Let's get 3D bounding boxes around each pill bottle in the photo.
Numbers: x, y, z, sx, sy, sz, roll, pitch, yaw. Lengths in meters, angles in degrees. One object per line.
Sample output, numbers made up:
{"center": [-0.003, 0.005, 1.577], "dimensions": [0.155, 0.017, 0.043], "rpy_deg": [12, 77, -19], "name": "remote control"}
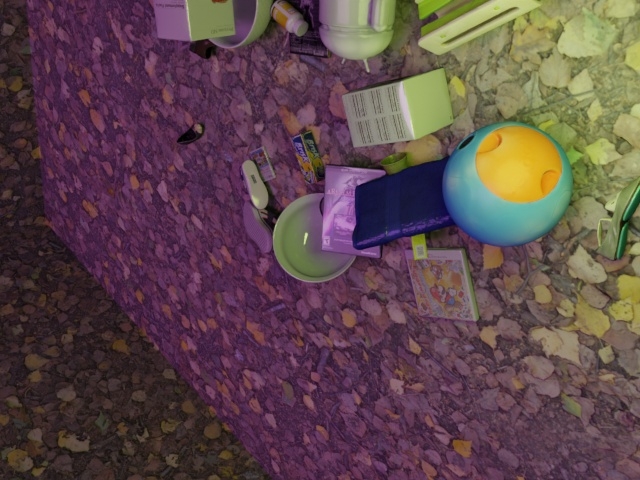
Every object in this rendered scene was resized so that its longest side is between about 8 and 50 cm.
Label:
{"center": [-0.091, -0.665, 1.735], "dimensions": [0.116, 0.065, 0.065], "rpy_deg": [47, 137, 20], "name": "pill bottle"}

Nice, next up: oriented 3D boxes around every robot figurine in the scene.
{"center": [0.095, -0.624, 1.489], "dimensions": [0.300, 0.199, 0.354], "rpy_deg": [-127, 33, -56], "name": "robot figurine"}

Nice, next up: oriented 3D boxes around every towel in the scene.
{"center": [0.234, -0.095, 1.583], "dimensions": [0.308, 0.228, 0.076], "rpy_deg": [-16, 141, 29], "name": "towel"}

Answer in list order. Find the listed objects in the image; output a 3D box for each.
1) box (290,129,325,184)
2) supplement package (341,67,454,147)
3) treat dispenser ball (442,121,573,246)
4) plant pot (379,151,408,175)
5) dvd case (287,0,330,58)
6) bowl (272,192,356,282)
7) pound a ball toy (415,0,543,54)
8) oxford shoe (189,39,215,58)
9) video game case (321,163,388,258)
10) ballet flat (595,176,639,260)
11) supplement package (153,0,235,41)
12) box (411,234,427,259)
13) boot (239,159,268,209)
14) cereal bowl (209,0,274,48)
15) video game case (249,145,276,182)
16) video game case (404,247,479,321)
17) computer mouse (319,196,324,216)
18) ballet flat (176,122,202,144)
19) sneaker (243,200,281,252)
{"center": [-0.039, -0.276, 1.926], "dimensions": [0.059, 0.054, 0.169], "rpy_deg": [-8, 105, 48], "name": "box"}
{"center": [0.205, -0.348, 1.527], "dimensions": [0.203, 0.194, 0.149], "rpy_deg": [1, 112, 45], "name": "supplement package"}
{"center": [0.429, -0.129, 1.343], "dimensions": [0.288, 0.288, 0.288], "rpy_deg": [23, 126, 36], "name": "treat dispenser ball"}
{"center": [0.224, -0.203, 1.683], "dimensions": [0.083, 0.083, 0.079], "rpy_deg": [2, 123, 45], "name": "plant pot"}
{"center": [-0.036, -0.670, 1.739], "dimensions": [0.164, 0.018, 0.221], "rpy_deg": [22, 126, 39], "name": "dvd case"}
{"center": [0.000, 0.000, 1.929], "dimensions": [0.297, 0.134, 0.298], "rpy_deg": [-2, 80, 12], "name": "bowl"}
{"center": [0.372, -0.580, 1.307], "dimensions": [0.319, 0.135, 0.208], "rpy_deg": [-14, 75, 49], "name": "pound a ball toy"}
{"center": [-0.380, -0.737, 2.027], "dimensions": [0.096, 0.083, 0.227], "rpy_deg": [36, 136, 2], "name": "oxford shoe"}
{"center": [0.102, -0.090, 1.778], "dimensions": [0.195, 0.026, 0.275], "rpy_deg": [8, 106, 19], "name": "video game case"}
{"center": [0.668, -0.053, 1.305], "dimensions": [0.068, 0.072, 0.213], "rpy_deg": [29, 130, 38], "name": "ballet flat"}
{"center": [-0.382, -0.755, 1.714], "dimensions": [0.175, 0.177, 0.293], "rpy_deg": [20, 124, 38], "name": "supplement package"}
{"center": [0.279, -0.025, 1.673], "dimensions": [0.042, 0.178, 0.109], "rpy_deg": [-8, 108, 9], "name": "box"}
{"center": [-0.251, -0.204, 2.172], "dimensions": [0.086, 0.069, 0.190], "rpy_deg": [162, 92, -70], "name": "boot"}
{"center": [-0.263, -0.784, 1.818], "dimensions": [0.338, 0.141, 0.339], "rpy_deg": [23, 126, 36], "name": "cereal bowl"}
{"center": [-0.213, -0.279, 2.137], "dimensions": [0.087, 0.011, 0.122], "rpy_deg": [-12, 102, 49], "name": "video game case"}
{"center": [0.363, 0.131, 1.750], "dimensions": [0.206, 0.026, 0.227], "rpy_deg": [0, 110, 46], "name": "video game case"}
{"center": [0.135, -0.084, 1.813], "dimensions": [0.261, 0.060, 0.184], "rpy_deg": [-15, 98, 23], "name": "computer mouse"}
{"center": [-0.529, -0.426, 2.354], "dimensions": [0.173, 0.049, 0.058], "rpy_deg": [-23, 94, 49], "name": "ballet flat"}
{"center": [-0.195, -0.051, 2.170], "dimensions": [0.321, 0.127, 0.126], "rpy_deg": [-128, 41, -51], "name": "sneaker"}
